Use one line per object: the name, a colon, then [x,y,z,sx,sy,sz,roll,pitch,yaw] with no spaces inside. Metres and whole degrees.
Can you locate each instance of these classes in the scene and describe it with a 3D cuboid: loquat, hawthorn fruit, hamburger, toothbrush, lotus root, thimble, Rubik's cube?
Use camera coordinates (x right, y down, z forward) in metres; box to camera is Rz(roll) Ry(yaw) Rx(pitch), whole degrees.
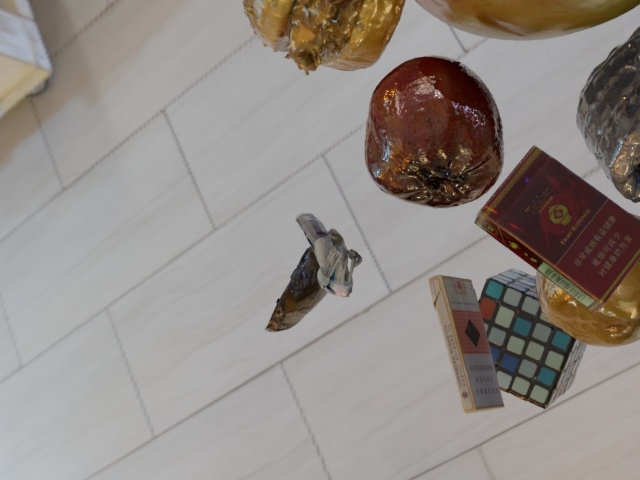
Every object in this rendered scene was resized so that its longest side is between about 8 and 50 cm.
loquat: [0.384,0.051,1.235,0.187,0.234,0.176,43,69,16]
hawthorn fruit: [0.130,-0.132,1.051,0.169,0.169,0.188,-22,46,26]
hamburger: [0.013,-0.418,1.387,0.445,0.268,0.286,117,166,-48]
toothbrush: [0.000,0.000,0.667,0.024,0.288,0.026,16,96,-7]
lotus root: [-0.015,0.087,1.760,0.078,0.329,0.167,26,120,7]
thimble: [0.452,-0.168,1.159,0.236,0.205,0.172,-47,35,29]
Rubik's cube: [0.375,0.170,1.636,0.184,0.182,0.187,24,104,24]

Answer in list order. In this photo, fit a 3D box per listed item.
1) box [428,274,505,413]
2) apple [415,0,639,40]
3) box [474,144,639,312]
box: [0.089,0.063,0.556,0.012,0.046,0.083,-23,72,30]
apple: [0.243,-0.386,0.982,0.338,0.305,0.338,-174,90,-75]
box: [0.131,-0.007,0.492,0.082,0.023,0.051,38,75,11]
